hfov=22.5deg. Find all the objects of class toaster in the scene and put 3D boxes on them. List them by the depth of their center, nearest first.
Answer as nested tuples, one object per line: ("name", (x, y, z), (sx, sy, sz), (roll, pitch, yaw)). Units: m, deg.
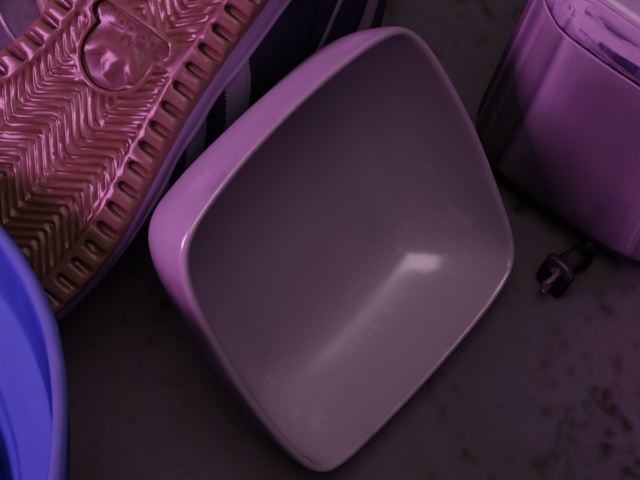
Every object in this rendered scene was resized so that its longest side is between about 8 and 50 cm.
("toaster", (0.154, -0.094, 0.659), (0.129, 0.146, 0.227), (36, 68, 11))

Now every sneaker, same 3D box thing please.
("sneaker", (-0.073, -0.055, 0.660), (0.099, 0.153, 0.282), (42, 99, 10))

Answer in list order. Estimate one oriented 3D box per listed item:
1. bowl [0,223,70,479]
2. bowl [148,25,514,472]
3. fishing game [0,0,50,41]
("bowl", (-0.269, 0.077, 0.467), (0.391, 0.077, 0.391), (6, 39, -5))
("bowl", (0.000, 0.000, 0.622), (0.053, 0.142, 0.142), (20, 57, 45))
("fishing game", (-0.243, -0.090, 0.681), (0.264, 0.041, 0.189), (-17, 75, -19))
